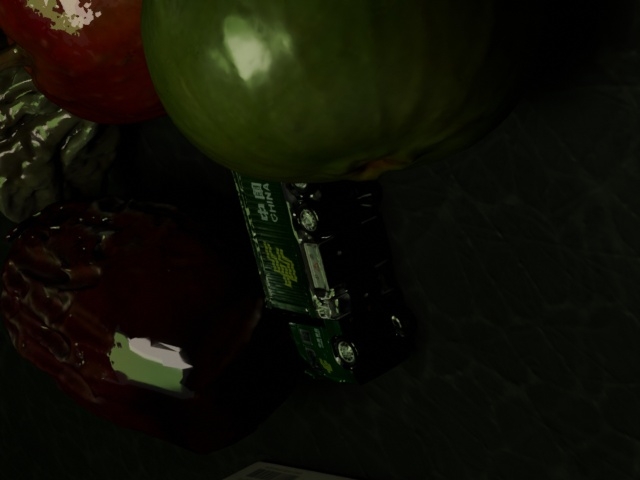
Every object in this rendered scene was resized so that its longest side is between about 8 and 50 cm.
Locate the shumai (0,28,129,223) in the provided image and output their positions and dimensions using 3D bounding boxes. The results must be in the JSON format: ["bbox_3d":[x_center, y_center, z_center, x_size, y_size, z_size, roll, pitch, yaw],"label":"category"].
[{"bbox_3d":[-0.283,-0.124,1.849,0.185,0.184,0.218,-4,95,59],"label":"shumai"}]

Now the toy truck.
[{"bbox_3d":[0.000,0.000,1.617,0.121,0.088,0.259,8,118,53],"label":"toy truck"}]

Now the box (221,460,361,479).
[{"bbox_3d":[0.033,0.343,1.836,0.343,0.065,0.200,0,112,56],"label":"box"}]

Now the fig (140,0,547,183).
[{"bbox_3d":[0.008,-0.197,1.279,0.316,0.316,0.316,35,139,38],"label":"fig"}]

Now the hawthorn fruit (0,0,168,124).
[{"bbox_3d":[-0.180,-0.218,1.489,0.287,0.330,0.287,48,165,18],"label":"hawthorn fruit"}]

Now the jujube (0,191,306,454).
[{"bbox_3d":[-0.171,0.075,1.790,0.376,0.258,0.258,33,138,49],"label":"jujube"}]
